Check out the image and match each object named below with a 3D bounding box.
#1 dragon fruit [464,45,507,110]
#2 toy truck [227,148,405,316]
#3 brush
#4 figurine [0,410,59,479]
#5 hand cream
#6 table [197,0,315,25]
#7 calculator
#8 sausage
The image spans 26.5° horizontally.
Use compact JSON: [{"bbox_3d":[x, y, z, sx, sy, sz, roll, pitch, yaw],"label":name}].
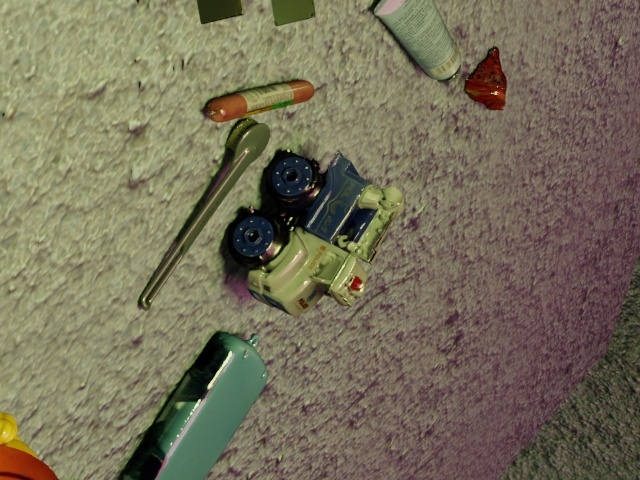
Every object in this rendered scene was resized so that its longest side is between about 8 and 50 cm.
[{"bbox_3d":[0.289,-0.242,2.221,0.097,0.063,0.131,-54,155,-17],"label":"dragon fruit"},{"bbox_3d":[0.000,0.000,1.760,0.213,0.177,0.161,-58,158,-9],"label":"toy truck"},{"bbox_3d":[-0.144,-0.032,1.630,0.266,0.027,0.062,-56,156,-3],"label":"brush"},{"bbox_3d":[-0.377,0.298,1.295,0.323,0.196,0.320,-39,143,-22],"label":"figurine"},{"bbox_3d":[0.142,-0.293,1.884,0.091,0.058,0.271,-49,152,0],"label":"hand cream"},{"bbox_3d":[-0.073,-0.313,1.396,0.146,0.062,0.175,-14,96,-60],"label":"table"},{"bbox_3d":[-0.166,0.250,1.854,0.293,0.051,0.173,-57,155,-12],"label":"calculator"},{"bbox_3d":[-0.069,-0.167,1.618,0.223,0.029,0.029,-22,135,-56],"label":"sausage"}]
